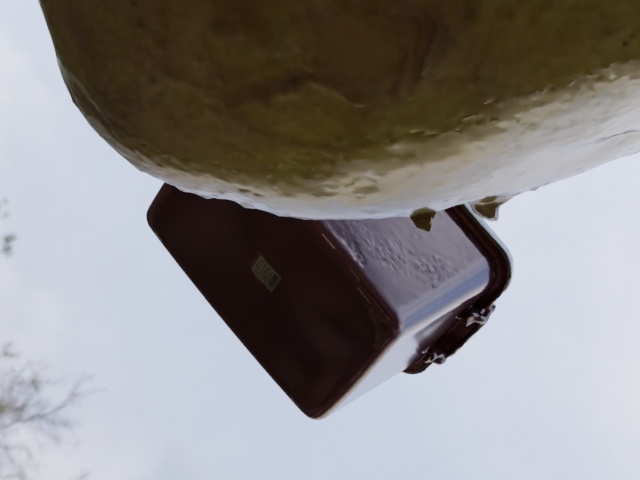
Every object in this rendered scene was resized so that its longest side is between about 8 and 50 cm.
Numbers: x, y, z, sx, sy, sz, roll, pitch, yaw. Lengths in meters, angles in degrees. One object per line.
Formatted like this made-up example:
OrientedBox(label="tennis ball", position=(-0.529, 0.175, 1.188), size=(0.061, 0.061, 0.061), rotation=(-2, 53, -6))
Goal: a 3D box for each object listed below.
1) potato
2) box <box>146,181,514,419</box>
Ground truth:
OrientedBox(label="potato", position=(0.027, -0.111, 0.504), size=(0.266, 0.229, 0.229), rotation=(-8, -77, 11))
OrientedBox(label="box", position=(0.000, 0.000, 1.198), size=(0.294, 0.167, 0.193), rotation=(49, -49, 11))
